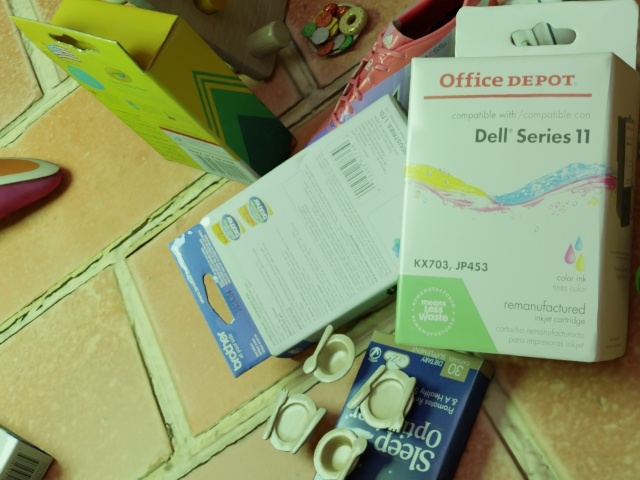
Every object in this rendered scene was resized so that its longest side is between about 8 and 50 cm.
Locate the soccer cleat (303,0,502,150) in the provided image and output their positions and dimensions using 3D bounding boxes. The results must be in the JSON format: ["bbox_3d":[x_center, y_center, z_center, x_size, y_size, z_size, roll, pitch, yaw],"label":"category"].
[{"bbox_3d":[0.078,-0.186,1.363,0.318,0.116,0.109,-44,50,3],"label":"soccer cleat"}]

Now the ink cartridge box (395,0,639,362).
[{"bbox_3d":[0.193,-0.068,1.139,0.207,0.119,0.354,2,88,28],"label":"ink cartridge box"}]

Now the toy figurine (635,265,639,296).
[{"bbox_3d":[0.376,-0.028,1.111,0.173,0.130,0.159,-2,51,6],"label":"toy figurine"}]

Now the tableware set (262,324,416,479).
[{"bbox_3d":[0.016,0.173,1.215,0.168,0.020,0.141,28,81,46],"label":"tableware set"}]

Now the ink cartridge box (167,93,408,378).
[{"bbox_3d":[0.000,0.000,1.305,0.311,0.065,0.186,-32,74,9],"label":"ink cartridge box"}]

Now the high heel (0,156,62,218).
[{"bbox_3d":[-0.529,-0.004,1.676,0.377,0.181,0.127,-11,24,9],"label":"high heel"}]

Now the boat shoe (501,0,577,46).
[{"bbox_3d":[0.251,-0.177,1.271,0.088,0.096,0.268,-28,55,27],"label":"boat shoe"}]

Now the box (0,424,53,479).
[{"bbox_3d":[-0.416,0.283,1.427,0.137,0.072,0.126,21,76,37],"label":"box"}]

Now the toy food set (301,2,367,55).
[{"bbox_3d":[0.018,-0.272,1.511,0.083,0.020,0.083,-51,51,-3],"label":"toy food set"}]

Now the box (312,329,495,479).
[{"bbox_3d":[0.075,0.211,1.194,0.136,0.036,0.225,12,72,36],"label":"box"}]

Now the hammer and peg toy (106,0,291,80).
[{"bbox_3d":[-0.140,-0.417,1.536,0.127,0.266,0.362,-17,55,45],"label":"hammer and peg toy"}]

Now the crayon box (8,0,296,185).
[{"bbox_3d":[-0.191,-0.187,1.397,0.202,0.318,0.081,19,75,37],"label":"crayon box"}]
